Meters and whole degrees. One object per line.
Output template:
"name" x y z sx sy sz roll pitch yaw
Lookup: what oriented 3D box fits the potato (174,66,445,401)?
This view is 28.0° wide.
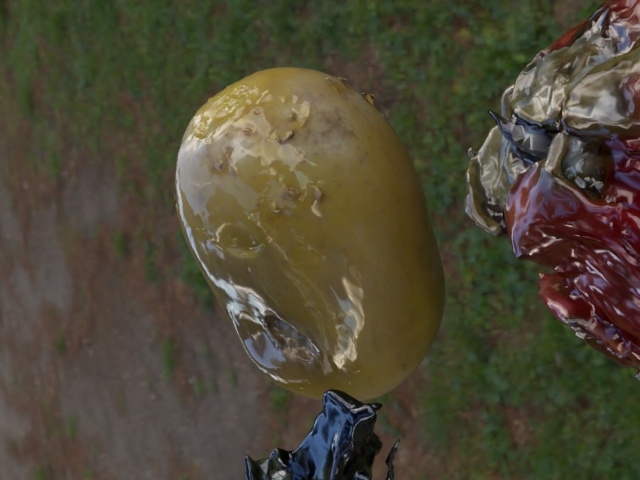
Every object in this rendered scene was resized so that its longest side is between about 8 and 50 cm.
"potato" 0.000 0.000 0.819 0.150 0.146 0.234 36 153 54

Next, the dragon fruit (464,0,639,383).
"dragon fruit" 0.256 -0.028 0.648 0.277 0.342 0.277 -47 28 34

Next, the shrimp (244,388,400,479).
"shrimp" -0.069 0.128 0.497 0.262 0.198 0.051 106 169 -51
